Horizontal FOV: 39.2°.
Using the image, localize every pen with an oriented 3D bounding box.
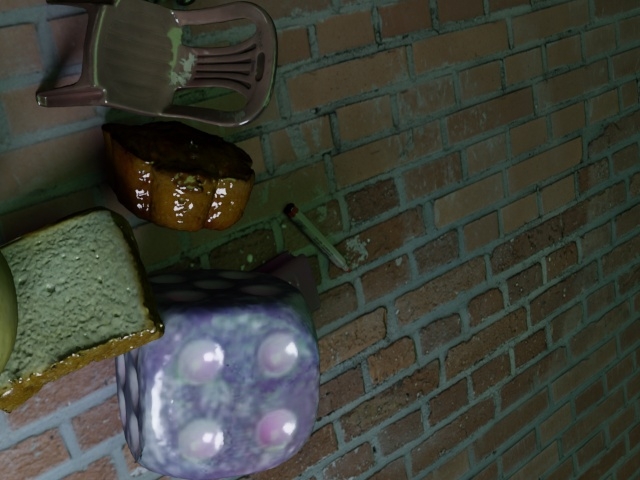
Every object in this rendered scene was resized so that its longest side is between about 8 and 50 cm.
[{"bbox_3d":[0.000,0.000,1.738,0.218,0.026,0.026,46,66,-38],"label":"pen"}]

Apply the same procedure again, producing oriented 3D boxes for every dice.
[{"bbox_3d":[-0.168,0.198,1.402,0.271,0.270,0.270,-2,101,-22],"label":"dice"}]

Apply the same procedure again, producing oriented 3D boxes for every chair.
[{"bbox_3d":[-0.236,-0.256,1.269,0.183,0.326,0.175,5,92,-44],"label":"chair"}]

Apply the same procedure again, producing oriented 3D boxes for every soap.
[{"bbox_3d":[-0.099,0.116,1.636,0.203,0.065,0.122,-33,118,-34],"label":"soap"}]

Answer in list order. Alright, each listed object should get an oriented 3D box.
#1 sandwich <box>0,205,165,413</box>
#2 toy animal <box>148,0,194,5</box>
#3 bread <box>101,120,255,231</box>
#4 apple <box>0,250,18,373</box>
[{"bbox_3d":[-0.359,0.087,1.246,0.251,0.226,0.087,-24,159,0],"label":"sandwich"},{"bbox_3d":[-0.209,-0.486,1.434,0.176,0.073,0.216,-24,118,-54],"label":"toy animal"},{"bbox_3d":[-0.210,-0.105,1.379,0.232,0.247,0.135,-3,115,-34],"label":"bread"},{"bbox_3d":[-0.516,0.093,1.104,0.295,0.257,0.233,-19,146,-5],"label":"apple"}]
